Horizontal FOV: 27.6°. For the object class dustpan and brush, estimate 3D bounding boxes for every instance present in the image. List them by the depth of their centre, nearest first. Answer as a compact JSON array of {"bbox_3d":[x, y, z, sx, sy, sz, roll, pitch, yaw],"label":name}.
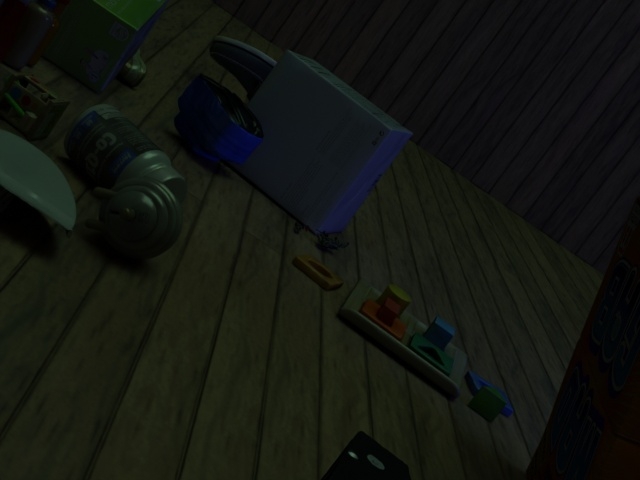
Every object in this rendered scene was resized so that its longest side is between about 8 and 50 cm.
[{"bbox_3d":[-0.293,-0.065,1.242,0.147,0.060,0.211,34,19,-13],"label":"dustpan and brush"}]

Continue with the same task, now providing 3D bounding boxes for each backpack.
[{"bbox_3d":[-0.144,-0.162,1.878,0.098,0.101,0.120,16,27,-53],"label":"backpack"}]

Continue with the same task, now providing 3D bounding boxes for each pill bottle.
[{"bbox_3d":[-0.214,-0.083,1.440,0.137,0.078,0.078,41,13,26],"label":"pill bottle"}]

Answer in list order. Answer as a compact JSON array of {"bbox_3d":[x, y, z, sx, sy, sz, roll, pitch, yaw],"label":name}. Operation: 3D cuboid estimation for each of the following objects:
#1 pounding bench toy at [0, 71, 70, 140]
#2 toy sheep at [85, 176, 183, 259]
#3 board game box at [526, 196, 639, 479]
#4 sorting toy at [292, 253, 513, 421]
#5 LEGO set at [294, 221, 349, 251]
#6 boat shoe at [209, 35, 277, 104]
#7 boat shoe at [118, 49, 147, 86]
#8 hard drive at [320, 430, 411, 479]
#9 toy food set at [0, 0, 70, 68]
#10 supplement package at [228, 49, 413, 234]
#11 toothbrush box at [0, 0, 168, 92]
[{"bbox_3d":[-0.330,-0.151,1.442,0.065,0.052,0.083,36,12,3],"label":"pounding bench toy"},{"bbox_3d":[-0.181,-0.023,1.292,0.091,0.091,0.132,37,7,5],"label":"toy sheep"},{"bbox_3d":[0.443,0.201,1.311,0.356,0.356,0.356,20,12,3],"label":"board game box"},{"bbox_3d":[0.116,0.112,1.678,0.348,0.047,0.196,36,12,1],"label":"sorting toy"},{"bbox_3d":[-0.001,-0.001,1.863,0.083,0.023,0.054,23,9,3],"label":"LEGO set"},{"bbox_3d":[-0.083,-0.257,2.396,0.319,0.099,0.116,36,-8,-10],"label":"boat shoe"},{"bbox_3d":[-0.309,-0.289,2.027,0.045,0.050,0.135,33,11,-39],"label":"boat shoe"},{"bbox_3d":[0.077,0.270,0.932,0.237,0.064,0.339,37,11,4],"label":"hard drive"},{"bbox_3d":[-0.418,-0.296,1.625,0.232,0.104,0.111,25,16,-41],"label":"toy food set"},{"bbox_3d":[-0.008,-0.147,1.972,0.203,0.194,0.149,39,12,12],"label":"supplement package"},{"bbox_3d":[-0.380,-0.364,1.870,0.283,0.122,0.206,33,25,-6],"label":"toothbrush box"}]
